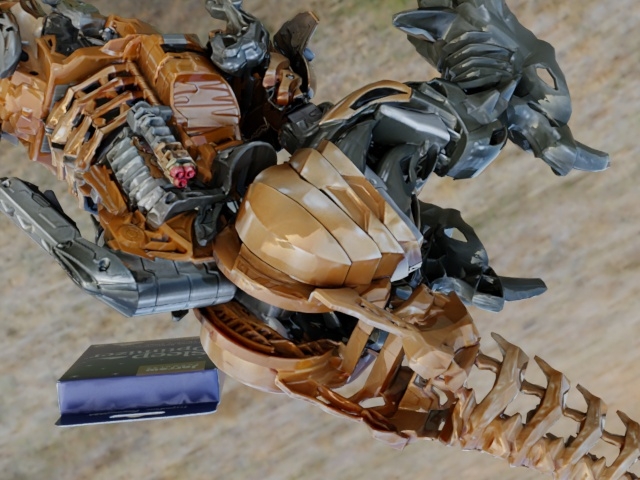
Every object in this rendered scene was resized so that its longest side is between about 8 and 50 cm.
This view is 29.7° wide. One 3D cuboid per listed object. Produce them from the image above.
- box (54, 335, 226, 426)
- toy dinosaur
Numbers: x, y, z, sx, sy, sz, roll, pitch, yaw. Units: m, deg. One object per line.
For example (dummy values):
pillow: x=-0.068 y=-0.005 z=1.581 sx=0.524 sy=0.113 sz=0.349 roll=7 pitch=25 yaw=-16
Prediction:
box: x=-0.154 y=0.120 z=1.078 sx=0.136 sy=0.037 sz=0.225 roll=-4 pitch=-174 yaw=-2
toy dinosaur: x=0.000 y=0.000 z=0.485 sx=0.218 sy=0.322 sz=0.164 roll=-30 pitch=172 yaw=-48
